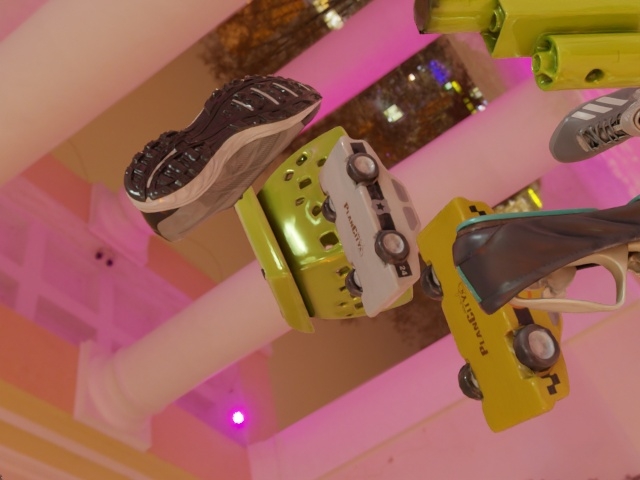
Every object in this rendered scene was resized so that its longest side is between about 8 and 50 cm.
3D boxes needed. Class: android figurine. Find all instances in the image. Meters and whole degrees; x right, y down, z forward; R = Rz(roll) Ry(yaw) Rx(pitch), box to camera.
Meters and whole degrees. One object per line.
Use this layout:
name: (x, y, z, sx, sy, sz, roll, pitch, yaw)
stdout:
android figurine: (0.202, -0.221, 0.571, 0.056, 0.272, 0.248, 100, 161, -52)

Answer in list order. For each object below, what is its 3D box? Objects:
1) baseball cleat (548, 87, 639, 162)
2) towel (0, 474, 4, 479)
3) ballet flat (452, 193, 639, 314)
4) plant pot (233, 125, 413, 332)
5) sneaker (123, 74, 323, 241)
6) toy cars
baseball cleat: (0.372, -0.151, 0.859, 0.072, 0.206, 0.109, 48, -139, -6)
towel: (-0.448, 0.193, 0.462, 0.370, 0.040, 0.271, 25, -129, 13)
ballet flat: (0.182, 0.006, 0.408, 0.074, 0.203, 0.074, -11, -90, -90)
plant pot: (0.000, 0.000, 1.058, 0.228, 0.207, 0.227, 74, 171, -56)
sneaker: (-0.105, -0.103, 0.795, 0.100, 0.271, 0.108, 35, 152, 29)
toy cars: (0.113, 0.019, 0.661, 0.393, 0.087, 0.176, 40, 133, 55)
